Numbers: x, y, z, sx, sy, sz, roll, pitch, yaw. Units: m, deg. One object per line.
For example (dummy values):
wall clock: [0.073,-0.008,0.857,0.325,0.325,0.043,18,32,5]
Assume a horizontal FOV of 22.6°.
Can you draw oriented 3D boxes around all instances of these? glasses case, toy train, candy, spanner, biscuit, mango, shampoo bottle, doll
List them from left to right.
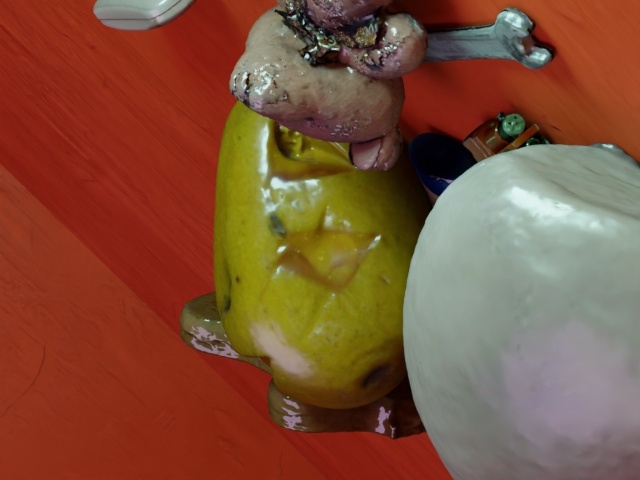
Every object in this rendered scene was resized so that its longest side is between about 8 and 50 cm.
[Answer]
glasses case: [-0.196,-0.274,1.810,0.051,0.081,0.204,51,164,-24]
doll: [-0.008,-0.191,1.416,0.201,0.156,0.303,44,158,23]
mango: [0.000,0.000,1.720,0.182,0.253,0.365,-11,-95,-87]
biscuit: [0.029,0.145,1.970,0.394,0.368,0.076,26,117,47]
spanner: [0.114,-0.173,1.434,0.071,0.017,0.302,48,164,-22]
shampoo bottle: [0.149,-0.034,1.670,0.087,0.050,0.183,36,165,39]
toy train: [0.175,-0.087,1.484,0.064,0.044,0.103,53,165,0]
candy: [0.235,0.123,1.401,0.386,0.186,0.427,33,136,17]
